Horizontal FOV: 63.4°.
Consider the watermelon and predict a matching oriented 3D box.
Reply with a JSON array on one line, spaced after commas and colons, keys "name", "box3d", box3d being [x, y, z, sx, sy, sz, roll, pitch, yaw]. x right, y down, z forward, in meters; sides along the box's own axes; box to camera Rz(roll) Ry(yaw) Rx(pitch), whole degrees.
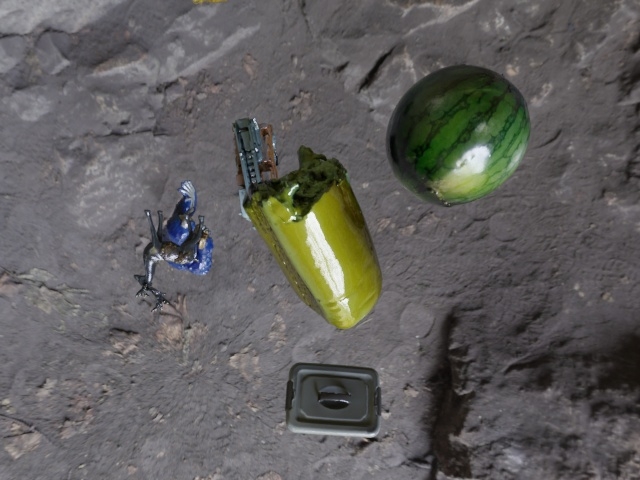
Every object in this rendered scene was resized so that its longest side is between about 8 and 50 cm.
[{"name": "watermelon", "box3d": [0.340, -0.264, 1.298, 0.362, 0.363, 0.364, 3, 75, -12]}]

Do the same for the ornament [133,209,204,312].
[{"name": "ornament", "box3d": [-0.185, 0.027, 0.629, 0.073, 0.028, 0.125, 8, 91, -20]}]

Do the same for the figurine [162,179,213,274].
[{"name": "figurine", "box3d": [-0.300, -0.002, 1.138, 0.120, 0.262, 0.164, -15, 66, -11]}]

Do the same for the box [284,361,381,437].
[{"name": "box", "box3d": [0.028, 0.387, 1.242, 0.226, 0.130, 0.162, 5, 60, -4]}]

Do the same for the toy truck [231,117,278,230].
[{"name": "toy truck", "box3d": [-0.200, -0.195, 1.596, 0.132, 0.184, 0.339, -7, 90, 4]}]

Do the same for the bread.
[{"name": "bread", "box3d": [0.000, 0.000, 1.097, 0.208, 0.251, 0.377, -32, 120, -13]}]

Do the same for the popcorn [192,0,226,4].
[{"name": "popcorn", "box3d": [-0.313, -0.736, 1.387, 0.250, 0.250, 0.190, -20, 118, -17]}]
